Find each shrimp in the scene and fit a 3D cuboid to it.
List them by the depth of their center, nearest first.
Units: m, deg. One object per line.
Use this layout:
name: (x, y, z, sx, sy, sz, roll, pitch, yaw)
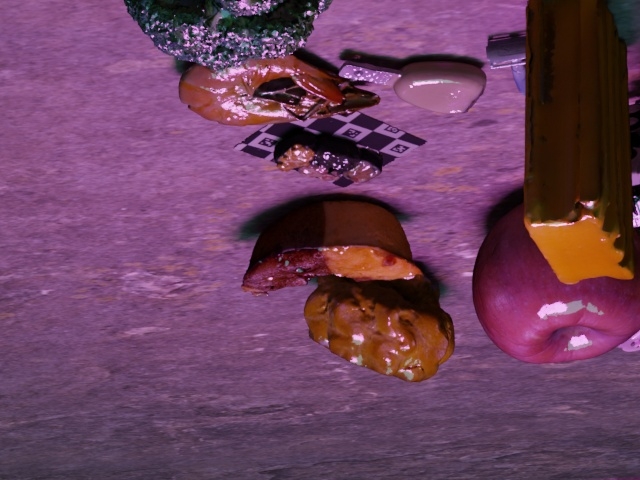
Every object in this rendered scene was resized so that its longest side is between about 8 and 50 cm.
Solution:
shrimp: (-0.050, -0.199, 1.769, 0.267, 0.061, 0.145, 7, 145, -12)

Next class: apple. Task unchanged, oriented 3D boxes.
apple: (0.378, 0.057, 2.127, 0.305, 0.235, 0.306, -3, 154, -2)

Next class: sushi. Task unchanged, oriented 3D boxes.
sushi: (0.016, -0.117, 1.953, 0.215, 0.051, 0.192, 18, 149, -36)

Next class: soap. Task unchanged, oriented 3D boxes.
soap: (0.307, -0.132, 1.618, 0.096, 0.325, 0.204, -6, 153, 21)

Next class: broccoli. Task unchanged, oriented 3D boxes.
broccoli: (-0.099, -0.306, 1.354, 0.270, 0.270, 0.270, 12, 117, -26)

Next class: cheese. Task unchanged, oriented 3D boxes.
cheese: (0.116, -0.208, 1.773, 0.192, 0.037, 0.097, 8, 153, -20)

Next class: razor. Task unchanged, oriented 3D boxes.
razor: (0.258, -0.221, 1.764, 0.068, 0.040, 0.135, -6, 161, 14)

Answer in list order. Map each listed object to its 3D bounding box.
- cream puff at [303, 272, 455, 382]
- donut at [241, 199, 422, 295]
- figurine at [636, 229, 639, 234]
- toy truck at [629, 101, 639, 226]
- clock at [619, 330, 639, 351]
cream puff: (0.113, 0.124, 2.362, 0.281, 0.185, 0.282, 20, -170, -4)
donut: (0.000, 0.000, 2.139, 0.295, 0.112, 0.151, -8, 152, 12)
figurine: (0.536, 0.022, 2.266, 0.101, 0.068, 0.143, -14, 166, 28)
toy truck: (0.451, -0.110, 1.785, 0.125, 0.242, 0.101, -6, 117, 25)
clock: (0.632, 0.077, 2.270, 0.290, 0.080, 0.275, -2, 147, -38)
